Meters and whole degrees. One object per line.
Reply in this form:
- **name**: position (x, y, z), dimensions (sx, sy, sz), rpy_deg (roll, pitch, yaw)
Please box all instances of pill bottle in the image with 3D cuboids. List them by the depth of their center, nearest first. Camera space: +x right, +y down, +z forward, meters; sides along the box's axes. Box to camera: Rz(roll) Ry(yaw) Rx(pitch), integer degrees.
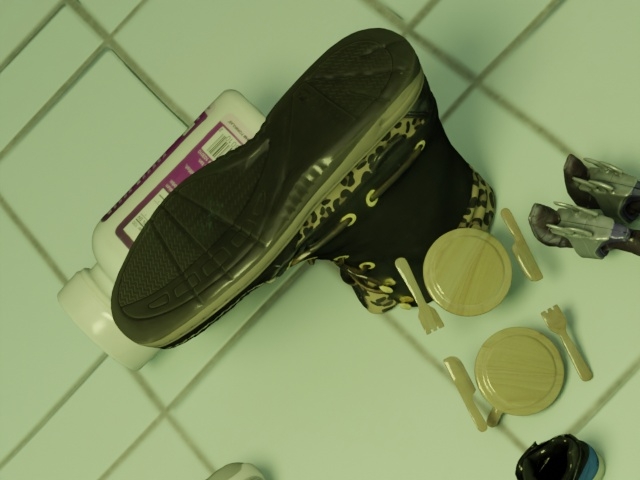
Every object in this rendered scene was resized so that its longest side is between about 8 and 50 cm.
- **pill bottle**: position (-0.142, -0.006, 1.607), dimensions (0.301, 0.169, 0.169), rpy_deg (-46, 52, 2)

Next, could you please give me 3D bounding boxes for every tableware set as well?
- **tableware set**: position (0.166, 0.081, 1.424), dimensions (0.128, 0.039, 0.194), rpy_deg (-25, 80, -6)

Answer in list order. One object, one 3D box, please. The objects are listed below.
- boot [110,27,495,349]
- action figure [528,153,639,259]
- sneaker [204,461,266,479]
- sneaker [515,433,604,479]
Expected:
- **boot**: position (0.000, 0.000, 1.443), dimensions (0.377, 0.284, 0.138), rpy_deg (-48, 52, -1)
- **action figure**: position (0.347, -0.003, 1.360), dimensions (0.285, 0.099, 0.185), rpy_deg (15, 65, 31)
- **sneaker**: position (-0.180, 0.308, 1.504), dimensions (0.281, 0.105, 0.115), rpy_deg (-39, 52, 8)
- **sneaker**: position (0.192, 0.240, 1.330), dimensions (0.152, 0.084, 0.058), rpy_deg (-49, 52, 0)
